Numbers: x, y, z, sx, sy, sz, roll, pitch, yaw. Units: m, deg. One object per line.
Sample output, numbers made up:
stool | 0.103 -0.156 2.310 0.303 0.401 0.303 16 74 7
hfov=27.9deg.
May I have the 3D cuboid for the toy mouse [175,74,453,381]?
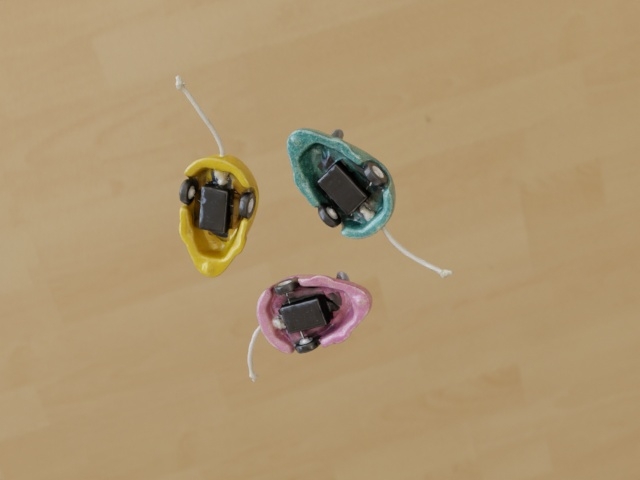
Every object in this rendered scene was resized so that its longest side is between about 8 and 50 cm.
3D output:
toy mouse | 0.000 0.000 0.641 0.143 0.031 0.161 7 110 18
